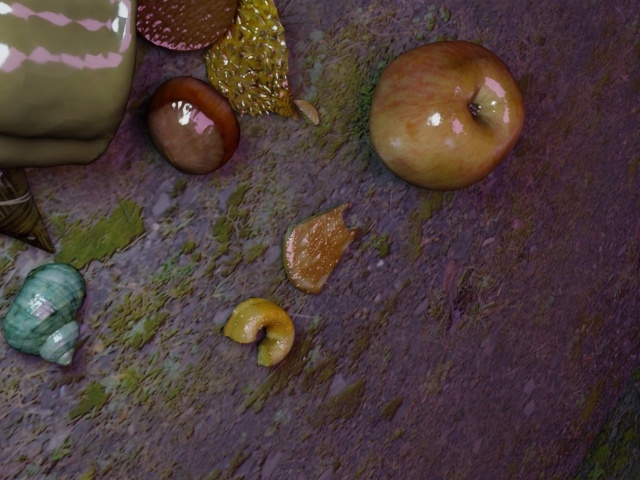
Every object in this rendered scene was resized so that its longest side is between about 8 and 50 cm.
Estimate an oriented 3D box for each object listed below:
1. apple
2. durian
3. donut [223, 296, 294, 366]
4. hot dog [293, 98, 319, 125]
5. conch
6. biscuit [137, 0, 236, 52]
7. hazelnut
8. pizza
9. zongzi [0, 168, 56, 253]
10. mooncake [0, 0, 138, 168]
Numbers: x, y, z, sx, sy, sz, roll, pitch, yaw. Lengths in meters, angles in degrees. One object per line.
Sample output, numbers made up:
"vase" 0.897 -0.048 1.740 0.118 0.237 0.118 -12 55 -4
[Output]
"apple" 0.314 -0.310 1.765 0.391 0.346 0.392 -2 95 -30
"durian" -0.162 -0.399 1.571 0.195 0.185 0.305 -12 111 -10
"donut" -0.130 0.213 1.669 0.146 0.078 0.181 -51 122 -17
"hot dog" -0.034 -0.317 1.705 0.090 0.030 0.034 43 69 -31
"conch" -0.521 0.143 1.358 0.175 0.121 0.188 -12 107 -59
"biscuit" -0.300 -0.514 1.463 0.261 0.037 0.262 2 85 -25
"hazelnut" -0.260 -0.244 1.469 0.214 0.176 0.215 26 59 -56
"pizza" 0.000 0.000 1.762 0.262 0.034 0.181 -50 120 -20
"zongzi" -0.633 -0.035 1.271 0.247 0.111 0.241 -25 116 -25
"mooncake" -0.479 -0.342 1.125 0.262 0.467 0.468 0 95 -36
